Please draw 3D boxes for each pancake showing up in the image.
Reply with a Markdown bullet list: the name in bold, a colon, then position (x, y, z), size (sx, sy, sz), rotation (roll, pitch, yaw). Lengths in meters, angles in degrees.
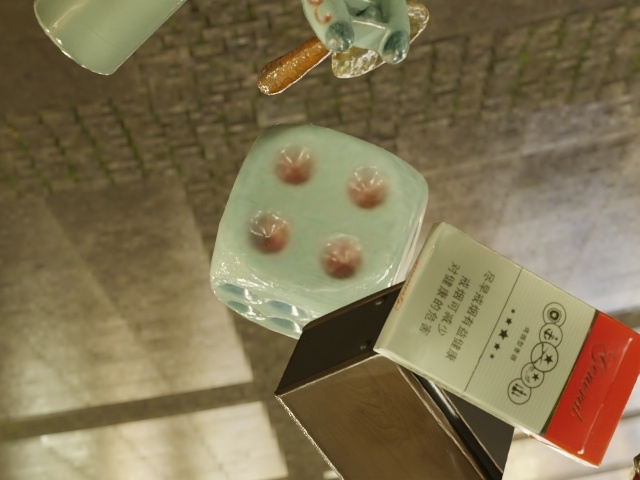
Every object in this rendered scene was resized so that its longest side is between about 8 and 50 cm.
- **pancake**: position (0.076, -0.266, 2.009), size (0.152, 0.025, 0.151), rotation (-29, 165, -9)

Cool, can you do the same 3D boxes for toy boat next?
- **toy boat**: position (0.045, -0.304, 1.859), size (0.134, 0.207, 0.079), rotation (7, 135, -23)

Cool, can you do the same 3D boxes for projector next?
- **projector**: position (-0.124, -0.303, 1.447), size (0.337, 0.108, 0.108), rotation (-41, 154, 18)

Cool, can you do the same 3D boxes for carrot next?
- **carrot**: position (-0.019, -0.262, 2.183), size (0.191, 0.047, 0.047), rotation (-27, 157, 38)

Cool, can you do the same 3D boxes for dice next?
- **dice**: position (0.000, 0.000, 2.264), size (0.268, 0.262, 0.264), rotation (18, 163, 5)

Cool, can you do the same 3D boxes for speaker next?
- **speaker**: position (0.091, 0.194, 1.757), size (0.193, 0.231, 0.153), rotation (-26, -159, 29)

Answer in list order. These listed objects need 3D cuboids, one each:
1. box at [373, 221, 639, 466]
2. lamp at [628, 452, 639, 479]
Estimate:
- **box**: position (0.183, 0.098, 1.421), size (0.245, 0.139, 0.035), rotation (28, 168, -14)
- **lamp**: position (0.404, 0.298, 1.625), size (0.177, 0.177, 0.274), rotation (-12, 155, 5)
